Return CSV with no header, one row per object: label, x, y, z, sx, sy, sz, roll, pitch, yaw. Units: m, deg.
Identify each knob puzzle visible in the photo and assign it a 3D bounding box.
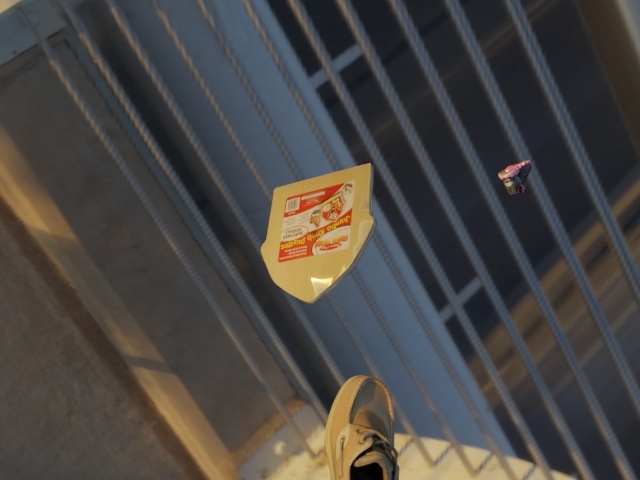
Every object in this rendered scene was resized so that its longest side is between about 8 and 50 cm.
knob puzzle,0.000,0.000,1.331,0.030,0.213,0.213,36,73,-45

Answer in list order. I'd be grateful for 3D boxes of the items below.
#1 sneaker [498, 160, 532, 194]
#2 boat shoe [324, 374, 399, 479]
sneaker,0.391,-0.122,1.902,0.119,0.047,0.057,-29,98,-53
boat shoe,0.077,0.351,1.494,0.121,0.110,0.341,23,49,-19
